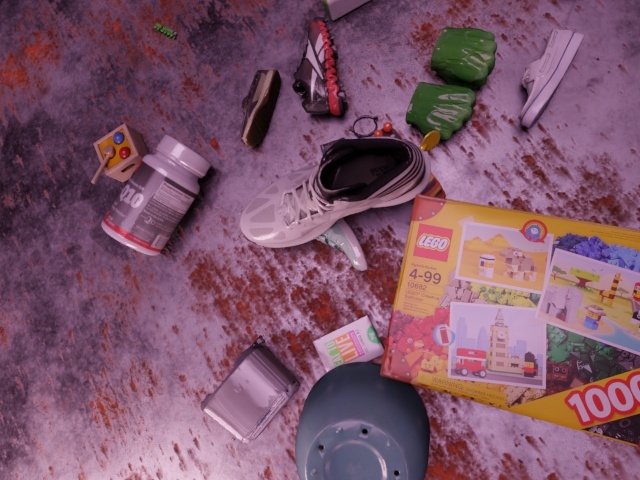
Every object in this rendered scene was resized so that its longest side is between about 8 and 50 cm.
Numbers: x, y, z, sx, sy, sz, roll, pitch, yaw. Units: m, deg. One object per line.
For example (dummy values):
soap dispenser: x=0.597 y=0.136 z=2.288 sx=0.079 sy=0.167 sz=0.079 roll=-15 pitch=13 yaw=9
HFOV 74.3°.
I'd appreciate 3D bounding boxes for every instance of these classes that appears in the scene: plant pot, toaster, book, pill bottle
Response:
plant pot: x=0.081 y=0.415 z=0.847 sx=0.292 sy=0.235 sz=0.294 roll=-1 pitch=85 yaw=9
toaster: x=-0.153 y=0.350 z=0.979 sx=0.146 sy=0.129 sz=0.227 roll=39 pitch=88 yaw=12
book: x=0.068 y=0.250 z=0.998 sx=0.144 sy=0.035 sz=0.096 roll=-27 pitch=81 yaw=6
pill bottle: x=-0.419 y=-0.119 z=1.096 sx=0.161 sy=0.161 sz=0.283 roll=32 pitch=88 yaw=15

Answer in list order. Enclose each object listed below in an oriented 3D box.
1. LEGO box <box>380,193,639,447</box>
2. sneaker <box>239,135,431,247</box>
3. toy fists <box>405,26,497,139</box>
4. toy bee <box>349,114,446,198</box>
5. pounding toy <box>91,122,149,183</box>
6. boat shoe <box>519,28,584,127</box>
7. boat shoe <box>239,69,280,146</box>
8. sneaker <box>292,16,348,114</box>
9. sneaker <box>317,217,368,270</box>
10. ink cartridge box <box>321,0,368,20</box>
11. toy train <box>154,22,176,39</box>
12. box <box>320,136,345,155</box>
LEGO box: x=0.407 y=0.143 z=0.855 sx=0.499 sy=0.193 sz=0.373 roll=11 pitch=84 yaw=14
sneaker: x=-0.016 y=-0.107 z=0.845 sx=0.447 sy=0.257 sz=0.169 roll=-20 pitch=82 yaw=19
toy fists: x=0.322 y=-0.374 z=1.014 sx=0.142 sy=0.096 sz=0.279 roll=24 pitch=88 yaw=25
toy bee: x=0.166 y=-0.194 z=0.982 sx=0.298 sy=0.162 sz=0.195 roll=29 pitch=89 yaw=15
pounding toy: x=-0.568 y=-0.233 z=1.179 sx=0.141 sy=0.100 sz=0.130 roll=-30 pitch=75 yaw=6
boat shoe: x=0.513 y=-0.377 z=0.981 sx=0.084 sy=0.095 sz=0.258 roll=29 pitch=77 yaw=19
boat shoe: x=-0.173 y=-0.357 z=1.130 sx=0.073 sy=0.080 sz=0.224 roll=15 pitch=79 yaw=20
sneaker: x=-0.015 y=-0.449 z=1.096 sx=0.134 sy=0.097 sz=0.277 roll=-10 pitch=80 yaw=8
sneaker: x=0.000 y=0.000 z=1.019 sx=0.151 sy=0.094 sz=0.256 roll=-35 pitch=66 yaw=0
ink cartridge box: x=0.054 y=-0.769 z=1.126 sx=0.198 sy=0.115 sz=0.273 roll=-27 pitch=76 yaw=7
toy train: x=-0.464 y=-0.629 z=1.267 sx=0.083 sy=0.017 sz=0.024 roll=31 pitch=78 yaw=15
box: x=0.042 y=-0.215 z=1.085 sx=0.067 sy=0.018 sz=0.084 roll=-18 pitch=77 yaw=9
